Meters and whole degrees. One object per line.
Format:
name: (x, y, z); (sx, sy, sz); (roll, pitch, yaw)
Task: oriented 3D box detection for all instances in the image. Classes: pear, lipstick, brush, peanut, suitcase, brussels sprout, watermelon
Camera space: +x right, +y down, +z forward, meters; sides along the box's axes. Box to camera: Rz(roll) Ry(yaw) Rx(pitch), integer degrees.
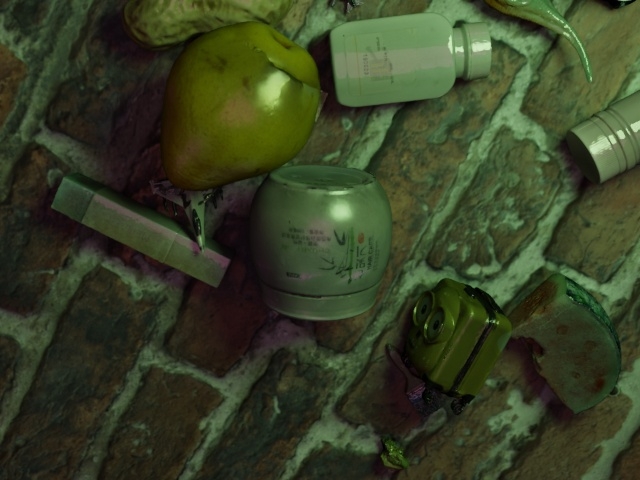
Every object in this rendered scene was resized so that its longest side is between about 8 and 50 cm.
pear: (-0.149, -0.223, 1.184); (0.285, 0.284, 0.336); (20, 132, -4)
lipstick: (-0.361, -0.022, 1.358); (0.372, 0.079, 0.076); (27, 103, -6)
brush: (0.202, 0.306, 1.460); (0.070, 0.021, 0.196); (-34, 101, 7)
peanut: (-0.211, -0.436, 1.224); (0.326, 0.140, 0.153); (-13, 120, 6)
suitcase: (0.266, 0.202, 1.342); (0.143, 0.194, 0.234); (22, 104, -14)
brussels sprout: (0.162, 0.485, 1.482); (0.058, 0.085, 0.085); (-21, 103, -1)
watermelon: (0.511, 0.209, 1.396); (0.226, 0.148, 0.318); (-4, 119, 20)

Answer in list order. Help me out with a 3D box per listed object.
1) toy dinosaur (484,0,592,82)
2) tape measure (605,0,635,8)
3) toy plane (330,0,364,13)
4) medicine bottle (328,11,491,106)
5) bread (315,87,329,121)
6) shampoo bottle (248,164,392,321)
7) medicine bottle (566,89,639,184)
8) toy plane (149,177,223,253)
toy dinosaur: (0.408, -0.470, 1.227); (0.206, 0.092, 0.392); (-28, 103, 6)
tape measure: (0.564, -0.487, 1.238); (0.094, 0.054, 0.091); (14, 105, 4)
toy plane: (0.048, -0.483, 1.259); (0.079, 0.031, 0.083); (-29, 102, 8)
medicine bottle: (0.168, -0.348, 1.253); (0.297, 0.111, 0.161); (-7, 105, 5)
bread: (-0.062, -0.297, 1.309); (0.154, 0.028, 0.068); (23, 107, -4)
shampoo bottle: (0.000, 0.000, 1.258); (0.273, 0.273, 0.266); (1, 108, 1)
medicine bottle: (0.619, -0.220, 1.264); (0.250, 0.133, 0.133); (-28, 102, 6)
toy plane: (-0.261, -0.088, 1.338); (0.160, 0.082, 0.233); (-12, 92, -5)
